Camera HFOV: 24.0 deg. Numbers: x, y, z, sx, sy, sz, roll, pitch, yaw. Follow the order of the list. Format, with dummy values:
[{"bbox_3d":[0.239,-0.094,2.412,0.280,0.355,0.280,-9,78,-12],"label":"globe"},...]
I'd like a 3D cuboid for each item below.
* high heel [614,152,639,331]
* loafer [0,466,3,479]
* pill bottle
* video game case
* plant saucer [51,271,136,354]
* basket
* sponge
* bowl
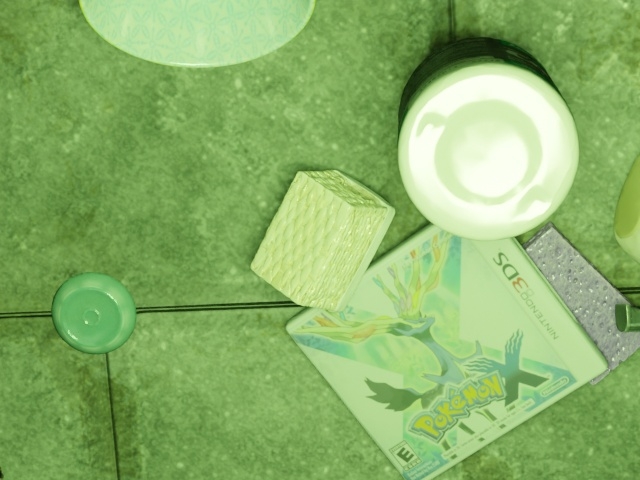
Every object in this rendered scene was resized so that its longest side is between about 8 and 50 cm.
[{"bbox_3d":[0.488,-0.002,2.001,0.186,0.093,0.261,1,96,-16],"label":"high heel"},{"bbox_3d":[-0.507,0.362,2.105,0.130,0.134,0.366,-11,104,6],"label":"loafer"},{"bbox_3d":[0.194,-0.137,1.823,0.204,0.361,0.204,1,105,3],"label":"pill bottle"},{"bbox_3d":[0.169,0.142,2.045,0.329,0.036,0.300,-35,100,18],"label":"video game case"},{"bbox_3d":[-0.315,0.104,2.087,0.119,0.021,0.119,1,104,2],"label":"plant saucer"},{"bbox_3d":[0.000,0.000,1.980,0.113,0.103,0.167,35,107,28],"label":"basket"},{"bbox_3d":[0.341,0.087,2.043,0.210,0.031,0.117,44,103,-9],"label":"sponge"},{"bbox_3d":[-0.153,-0.359,1.873,0.289,0.289,0.156,-5,62,4],"label":"bowl"}]
